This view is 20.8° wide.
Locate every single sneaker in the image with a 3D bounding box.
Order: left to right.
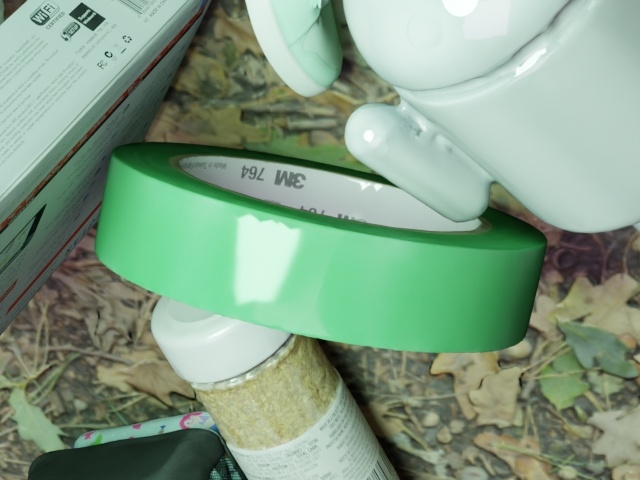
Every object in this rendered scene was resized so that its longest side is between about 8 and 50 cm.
[{"bbox_3d":[0.021,-0.216,1.234,0.151,0.094,0.256,-5,127,13],"label":"sneaker"}]

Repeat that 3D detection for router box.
[{"bbox_3d":[-0.215,-0.047,1.237,0.082,0.335,0.301,34,135,1],"label":"router box"}]

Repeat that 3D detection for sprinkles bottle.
[{"bbox_3d":[-0.016,0.176,1.527,0.121,0.121,0.355,-15,122,23],"label":"sprinkles bottle"}]

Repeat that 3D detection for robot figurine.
[{"bbox_3d":[0.153,-0.140,1.166,0.300,0.200,0.353,-47,125,6],"label":"robot figurine"}]

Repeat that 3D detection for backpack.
[{"bbox_3d":[-0.145,0.292,1.601,0.225,0.191,0.253,-13,116,25],"label":"backpack"}]

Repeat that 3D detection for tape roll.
[{"bbox_3d":[0.000,0.000,1.264,0.321,0.321,0.077,13,100,3],"label":"tape roll"}]

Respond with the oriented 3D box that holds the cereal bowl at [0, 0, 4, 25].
[{"bbox_3d":[-0.354,-0.198,1.173,0.339,0.339,0.141,38,131,-17],"label":"cereal bowl"}]
